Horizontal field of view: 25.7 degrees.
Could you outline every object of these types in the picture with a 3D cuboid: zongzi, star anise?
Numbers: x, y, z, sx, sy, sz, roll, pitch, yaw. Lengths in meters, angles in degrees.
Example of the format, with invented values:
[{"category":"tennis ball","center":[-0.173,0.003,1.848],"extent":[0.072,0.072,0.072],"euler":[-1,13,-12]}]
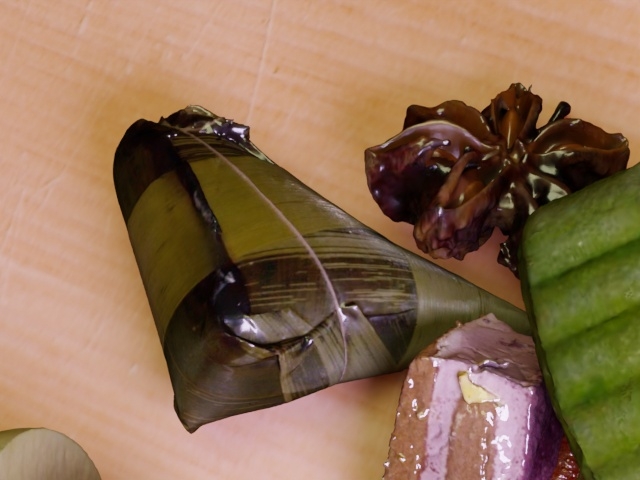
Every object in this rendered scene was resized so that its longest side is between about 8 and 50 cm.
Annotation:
[{"category":"zongzi","center":[0.000,0.000,1.201],"extent":[0.318,0.154,0.289],"euler":[-7,54,-20]},{"category":"star anise","center":[0.148,-0.043,1.168],"extent":[0.220,0.125,0.190],"euler":[-6,30,-17]}]

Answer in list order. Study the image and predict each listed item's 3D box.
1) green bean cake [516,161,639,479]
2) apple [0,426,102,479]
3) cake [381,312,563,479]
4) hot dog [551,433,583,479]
[{"category":"green bean cake","center":[0.262,0.083,1.011],"extent":[0.156,0.250,0.247],"euler":[-29,67,30]},{"category":"apple","center":[-0.194,0.281,1.008],"extent":[0.292,0.254,0.292],"euler":[-5,62,11]},{"category":"cake","center":[0.100,0.200,1.055],"extent":[0.116,0.113,0.295],"euler":[15,90,29]},{"category":"hot dog","center":[0.187,0.173,1.107],"extent":[0.099,0.053,0.192],"euler":[8,66,18]}]
